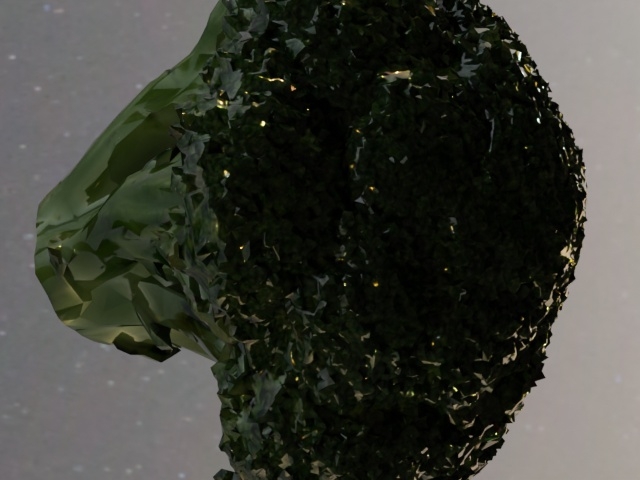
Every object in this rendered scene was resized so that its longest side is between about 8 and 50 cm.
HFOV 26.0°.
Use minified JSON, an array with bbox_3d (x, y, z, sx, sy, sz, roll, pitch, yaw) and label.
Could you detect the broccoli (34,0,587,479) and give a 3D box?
[{"bbox_3d":[0.000,0.000,0.671,0.308,0.275,0.308,46,-145,-47],"label":"broccoli"}]
